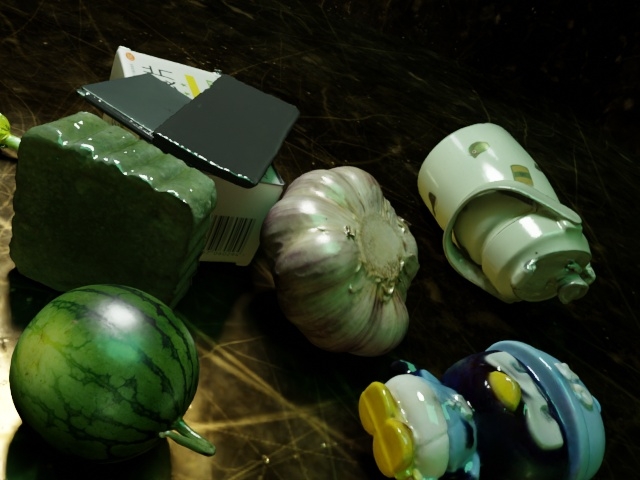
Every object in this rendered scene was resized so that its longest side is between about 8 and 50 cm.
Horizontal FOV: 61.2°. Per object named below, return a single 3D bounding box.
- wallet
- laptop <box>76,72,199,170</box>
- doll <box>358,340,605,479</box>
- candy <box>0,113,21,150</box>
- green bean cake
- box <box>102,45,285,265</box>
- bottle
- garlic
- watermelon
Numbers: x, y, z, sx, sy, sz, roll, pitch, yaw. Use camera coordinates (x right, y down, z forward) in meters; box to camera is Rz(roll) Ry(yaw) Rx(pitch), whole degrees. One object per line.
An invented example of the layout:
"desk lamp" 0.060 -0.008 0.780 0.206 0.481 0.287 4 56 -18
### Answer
"wallet" -0.104 -0.140 0.665 0.124 0.025 0.244 24 32 -5
"laptop" -0.185 -0.150 0.662 0.180 0.016 0.129 34 33 10
"doll" 0.197 0.195 0.601 0.314 0.141 0.177 3 42 -28
"candy" -0.380 -0.120 0.723 0.194 0.058 0.062 24 59 -21
"green bean cake" -0.212 -0.017 0.564 0.185 0.183 0.094 27 31 3
"box" -0.198 -0.128 0.767 0.173 0.145 0.332 6 38 -32
"bottle" 0.321 -0.032 0.960 0.229 0.229 0.351 9 39 -26
"garlic" 0.019 0.031 0.690 0.245 0.161 0.244 30 47 -38
"watermelon" -0.161 0.121 0.448 0.187 0.140 0.141 38 34 11
